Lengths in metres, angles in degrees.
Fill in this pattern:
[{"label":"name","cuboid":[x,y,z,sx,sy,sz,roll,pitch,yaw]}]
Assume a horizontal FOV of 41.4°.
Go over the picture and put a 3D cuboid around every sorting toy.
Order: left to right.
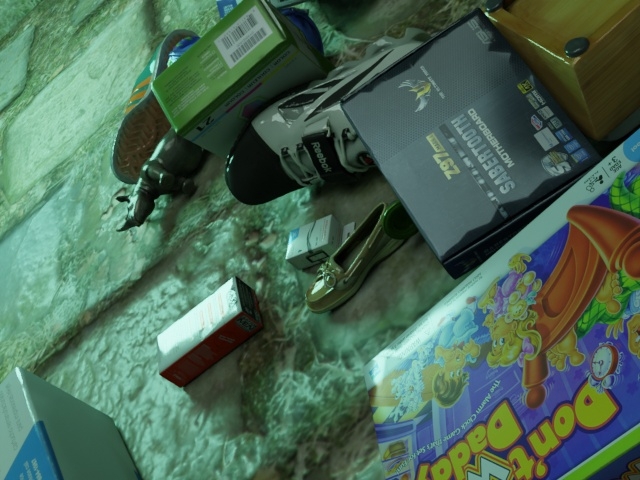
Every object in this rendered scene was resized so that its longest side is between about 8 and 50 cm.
[{"label":"sorting toy","cuboid":[0.111,-0.039,0.946,0.102,0.061,0.042,-23,36,-5]}]

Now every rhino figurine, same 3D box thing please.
[{"label":"rhino figurine","cuboid":[-0.249,-0.108,1.370,0.243,0.073,0.106,-52,40,-4]}]

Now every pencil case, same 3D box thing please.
[{"label":"pencil case","cuboid":[-0.129,-0.290,1.367,0.306,0.133,0.119,1,66,48]}]

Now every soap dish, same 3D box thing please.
[{"label":"soap dish","cuboid":[0.324,-0.260,0.884,0.291,0.118,0.229,-42,36,7]}]

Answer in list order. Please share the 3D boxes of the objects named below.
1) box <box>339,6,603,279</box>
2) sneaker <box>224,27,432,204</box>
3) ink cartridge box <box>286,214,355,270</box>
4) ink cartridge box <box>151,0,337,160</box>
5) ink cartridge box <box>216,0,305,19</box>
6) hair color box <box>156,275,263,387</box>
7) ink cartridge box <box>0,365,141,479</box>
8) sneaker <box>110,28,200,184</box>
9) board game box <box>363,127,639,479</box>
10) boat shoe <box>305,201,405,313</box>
[{"label":"box","cuboid":[0.151,-0.103,0.877,0.183,0.059,0.232,-33,61,9]},{"label":"sneaker","cuboid":[0.021,-0.133,1.070,0.330,0.122,0.146,-34,41,12]},{"label":"ink cartridge box","cuboid":[0.000,0.000,1.049,0.083,0.028,0.048,-22,43,31]},{"label":"ink cartridge box","cuboid":[-0.074,-0.196,1.168,0.189,0.255,0.097,-38,63,15]},{"label":"ink cartridge box","cuboid":[-0.030,-0.410,1.379,0.224,0.045,0.223,-21,17,-21]},{"label":"hair color box","cuboid":[-0.143,0.116,1.075,0.141,0.043,0.072,-38,37,16]},{"label":"ink cartridge box","cuboid":[-0.389,0.390,0.967,0.395,0.166,0.285,-50,35,-2]},{"label":"sneaker","cuboid":[-0.294,-0.228,1.517,0.121,0.108,0.302,-19,47,64]},{"label":"board game box","cuboid":[0.192,0.097,0.652,0.347,0.078,0.233,-45,31,24]},{"label":"boat shoe","cuboid":[0.034,0.020,0.979,0.153,0.048,0.056,-42,36,8]}]
